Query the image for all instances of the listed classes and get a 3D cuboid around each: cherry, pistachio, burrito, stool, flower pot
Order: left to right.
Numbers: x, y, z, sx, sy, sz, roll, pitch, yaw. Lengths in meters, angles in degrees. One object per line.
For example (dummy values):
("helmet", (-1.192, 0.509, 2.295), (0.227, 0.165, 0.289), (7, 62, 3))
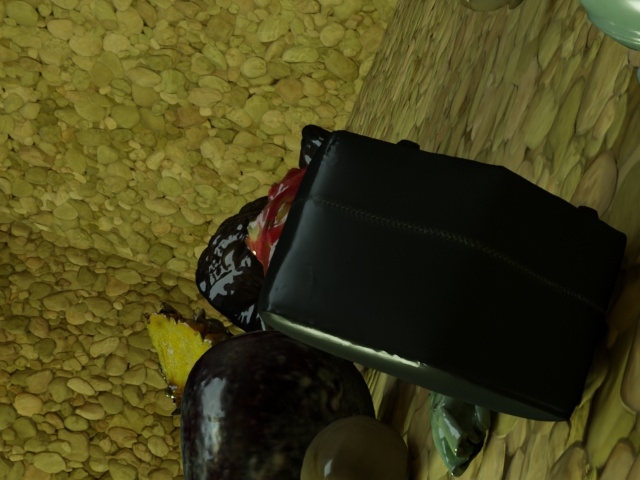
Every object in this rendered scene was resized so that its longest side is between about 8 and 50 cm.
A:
("cherry", (-0.048, 0.219, 1.207), (0.255, 0.218, 0.296), (71, -161, -66))
("flower pot", (0.000, 0.000, 1.495), (0.267, 0.266, 0.266), (-58, 7, 11))
("pistachio", (0.036, 0.222, 1.046), (0.149, 0.113, 0.113), (-65, -3, -64))
("stool", (0.075, 0.024, 0.716), (0.232, 0.232, 0.141), (153, 138, -83))
("burrito", (0.112, 0.134, 0.874), (0.118, 0.044, 0.074), (-73, 8, -69))

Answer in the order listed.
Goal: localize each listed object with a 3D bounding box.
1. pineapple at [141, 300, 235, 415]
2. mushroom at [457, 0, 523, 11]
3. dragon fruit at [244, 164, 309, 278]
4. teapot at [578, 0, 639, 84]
("pineapple", (-0.084, 0.211, 1.423), (0.161, 0.158, 0.335), (-36, 69, 39))
("mushroom", (0.238, -0.414, 1.041), (0.154, 0.137, 0.407), (-60, -2, -44))
("dragon fruit", (0.037, 0.027, 1.242), (0.210, 0.205, 0.268), (-49, 52, 32))
("teapot", (0.187, -0.142, 0.540), (0.232, 0.159, 0.159), (-61, -7, -67))
